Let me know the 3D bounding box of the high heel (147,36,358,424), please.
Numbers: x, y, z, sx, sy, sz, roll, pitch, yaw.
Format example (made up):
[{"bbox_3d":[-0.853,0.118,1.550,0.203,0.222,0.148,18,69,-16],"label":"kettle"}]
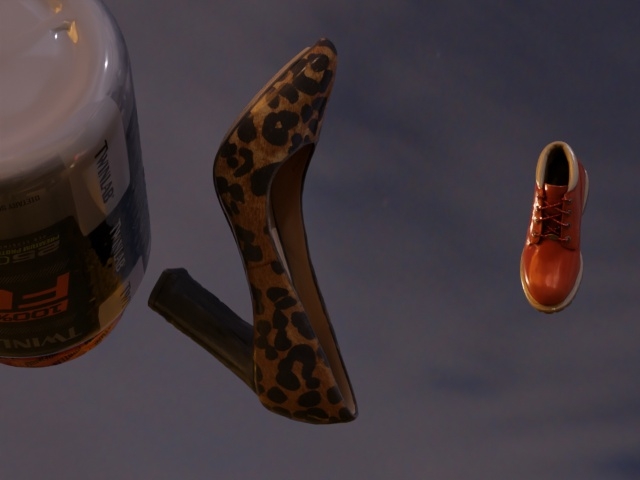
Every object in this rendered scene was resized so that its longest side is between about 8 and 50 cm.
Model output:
[{"bbox_3d":[0.000,0.000,1.016,0.186,0.093,0.261,36,-68,17],"label":"high heel"}]

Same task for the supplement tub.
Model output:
[{"bbox_3d":[-0.236,-0.042,1.055,0.207,0.207,0.338,15,-28,6],"label":"supplement tub"}]

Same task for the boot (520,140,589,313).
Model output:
[{"bbox_3d":[0.215,-0.014,1.289,0.059,0.158,0.084,3,-21,16],"label":"boot"}]
